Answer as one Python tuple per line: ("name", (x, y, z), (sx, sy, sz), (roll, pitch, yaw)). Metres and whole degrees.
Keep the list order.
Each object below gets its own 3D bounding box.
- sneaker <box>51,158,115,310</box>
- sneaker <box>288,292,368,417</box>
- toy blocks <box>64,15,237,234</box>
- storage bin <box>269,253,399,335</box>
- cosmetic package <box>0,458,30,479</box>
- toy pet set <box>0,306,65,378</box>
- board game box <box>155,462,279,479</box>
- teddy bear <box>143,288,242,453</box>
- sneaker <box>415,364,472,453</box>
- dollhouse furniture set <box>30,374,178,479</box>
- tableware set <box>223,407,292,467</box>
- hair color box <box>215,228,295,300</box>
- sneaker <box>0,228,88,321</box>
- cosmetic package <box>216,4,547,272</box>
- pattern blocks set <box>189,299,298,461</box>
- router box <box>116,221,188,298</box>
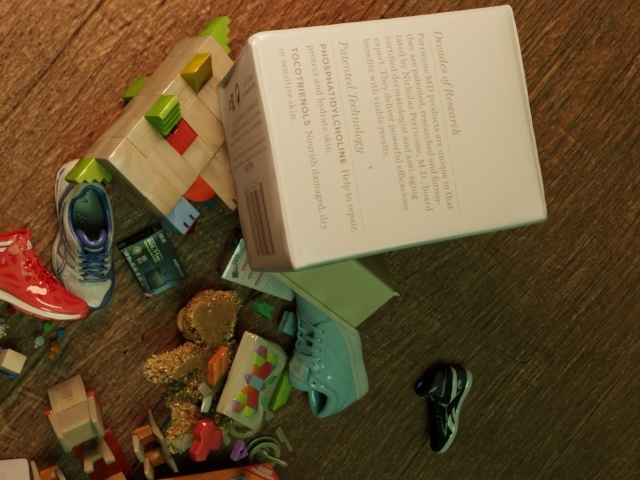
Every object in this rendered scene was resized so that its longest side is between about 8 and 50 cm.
("sneaker", (-0.423, 0.009, 1.577), (0.111, 0.131, 0.297), (-11, 117, -20))
("sneaker", (-0.003, 0.239, 1.821), (0.150, 0.135, 0.366), (-37, 129, -22))
("toy blocks", (-0.219, -0.162, 1.546), (0.261, 0.190, 0.381), (49, 65, -33))
("storage bin", (0.000, 0.000, 1.683), (0.123, 0.260, 0.262), (-41, 122, 18))
("cosmetic package", (-0.781, 0.566, 1.647), (0.453, 0.161, 0.230), (-1, 112, -22))
("toy pet set", (-0.566, 0.199, 1.653), (0.122, 0.065, 0.114), (35, 61, -34))
("board game box", (-0.229, 0.725, 1.781), (0.356, 0.356, 0.356), (0, 121, -32))
("teddy bear", (-0.242, 0.259, 1.755), (0.245, 0.113, 0.338), (-25, 117, -34))
("sneaker", (0.266, 0.390, 2.070), (0.121, 0.079, 0.217), (14, 98, -24))
("dollhouse furniture set", (-0.452, 0.407, 1.760), (0.262, 0.135, 0.259), (-23, 130, -12))
("tableware set", (-0.145, 0.438, 1.931), (0.128, 0.039, 0.194), (-29, 120, -9))
("hair color box", (-0.115, 0.050, 1.770), (0.167, 0.053, 0.093), (21, 104, -30))
("sneaker", (-0.508, 0.057, 1.562), (0.221, 0.087, 0.128), (18, 100, -9))
("cosmetic package", (0.078, -0.143, 1.365), (0.393, 0.329, 0.328), (-11, 90, -16))
("pattern blocks set", (-0.137, 0.285, 1.771), (0.285, 0.026, 0.325), (19, 85, -57))
("router box", (-0.321, 0.039, 1.686), (0.092, 0.038, 0.122), (-29, 120, -10))
